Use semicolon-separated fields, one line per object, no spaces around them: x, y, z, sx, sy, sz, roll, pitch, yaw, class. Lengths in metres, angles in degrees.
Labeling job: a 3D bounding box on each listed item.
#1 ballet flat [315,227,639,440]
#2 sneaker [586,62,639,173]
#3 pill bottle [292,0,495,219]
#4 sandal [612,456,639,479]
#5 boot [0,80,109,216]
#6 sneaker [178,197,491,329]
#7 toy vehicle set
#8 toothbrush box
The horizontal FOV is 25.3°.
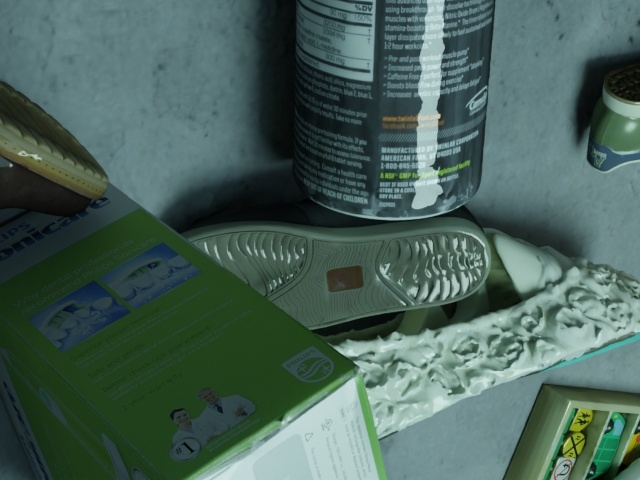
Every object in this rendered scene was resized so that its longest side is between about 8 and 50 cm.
0.096;0.062;1.076;0.409;0.147;0.147;-18;122;-31;ballet flat
0.291;-0.106;1.194;0.192;0.064;0.086;-16;135;-37;sneaker
0.048;-0.147;0.921;0.130;0.130;0.245;-16;122;-32;pill bottle
0.282;0.311;1.294;0.416;0.102;0.169;-23;111;-27;sandal
-0.261;-0.008;0.795;0.248;0.090;0.207;22;109;-45;boot
0.000;0.000;1.003;0.222;0.118;0.083;-1;117;-7;sneaker
0.225;0.266;1.342;0.166;0.035;0.267;9;106;-41;toy vehicle set
-0.086;0.117;0.842;0.122;0.283;0.206;-32;128;-24;toothbrush box
